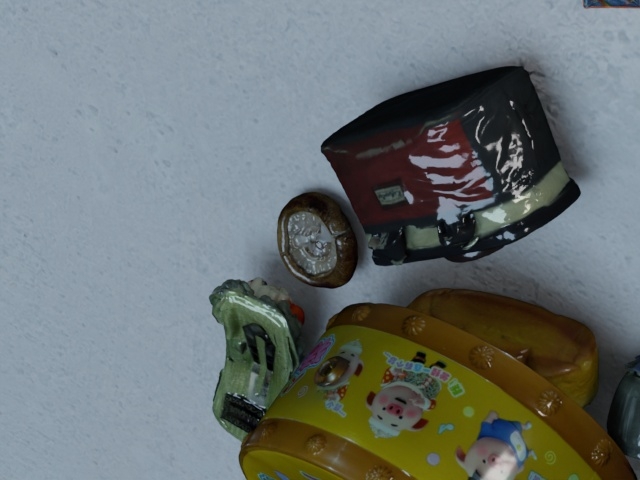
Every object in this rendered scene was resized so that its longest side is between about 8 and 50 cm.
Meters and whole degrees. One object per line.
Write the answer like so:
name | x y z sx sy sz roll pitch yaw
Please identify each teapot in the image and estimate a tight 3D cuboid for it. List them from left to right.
teapot | 0.379 0.177 1.786 0.149 0.111 0.108 14 113 40

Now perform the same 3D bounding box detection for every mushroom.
mushroom | 0.000 0.000 2.021 0.123 0.052 0.123 18 122 32

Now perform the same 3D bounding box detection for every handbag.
handbag | 0.134 -0.065 1.767 0.254 0.181 0.181 -13 108 48

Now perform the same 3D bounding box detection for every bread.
bread | 0.200 0.121 1.902 0.245 0.102 0.094 16 131 34

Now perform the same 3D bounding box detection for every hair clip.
hair clip | -0.071 0.152 2.168 0.138 0.091 0.321 25 145 14

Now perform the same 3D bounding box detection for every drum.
drum | 0.129 0.273 1.878 0.431 0.214 0.431 31 159 13

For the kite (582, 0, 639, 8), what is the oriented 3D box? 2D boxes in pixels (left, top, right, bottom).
kite | 0.294 -0.273 1.605 0.190 0.010 0.159 42 137 8
